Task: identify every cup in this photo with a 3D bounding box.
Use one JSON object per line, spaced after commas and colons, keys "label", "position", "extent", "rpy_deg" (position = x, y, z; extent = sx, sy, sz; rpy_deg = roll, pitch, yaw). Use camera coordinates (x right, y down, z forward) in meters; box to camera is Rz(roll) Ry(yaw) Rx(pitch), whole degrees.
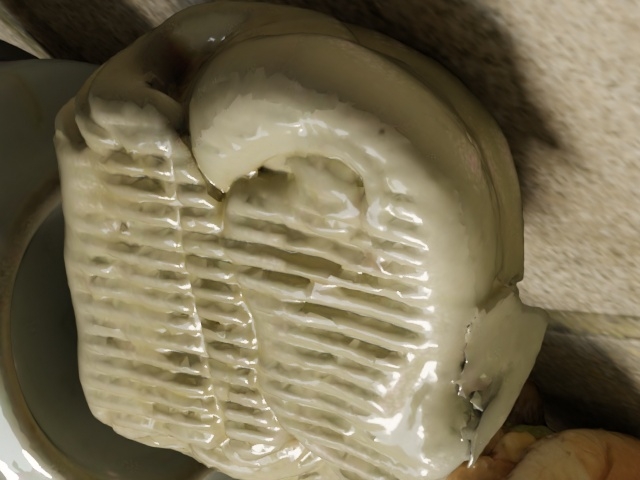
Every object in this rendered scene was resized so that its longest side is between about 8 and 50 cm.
{"label": "cup", "position": [-0.143, 0.048, 0.770], "extent": [0.163, 0.347, 0.347], "rpy_deg": [-7, 137, 43]}

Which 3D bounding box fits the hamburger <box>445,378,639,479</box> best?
{"label": "hamburger", "position": [0.097, 0.202, 0.829], "extent": [0.146, 0.243, 0.286], "rpy_deg": [24, 176, 26]}

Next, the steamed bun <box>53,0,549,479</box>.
{"label": "steamed bun", "position": [0.002, 0.000, 0.641], "extent": [0.211, 0.144, 0.218], "rpy_deg": [10, 123, 33]}
